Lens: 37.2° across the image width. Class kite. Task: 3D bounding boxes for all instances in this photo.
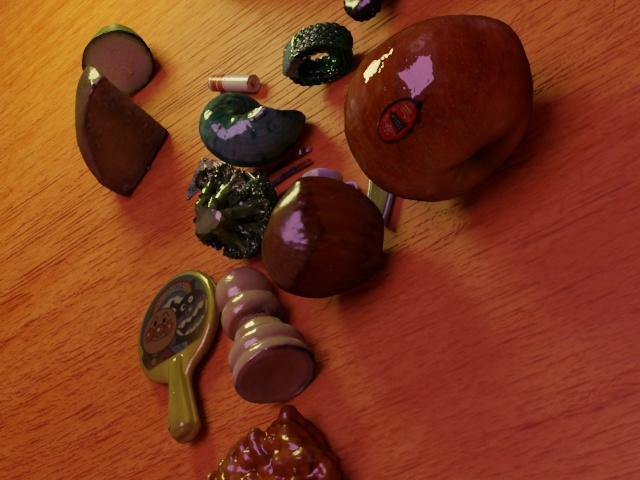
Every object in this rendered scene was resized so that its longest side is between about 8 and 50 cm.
[{"bbox_3d":[-0.236,-0.121,1.993,0.137,0.005,0.153,-37,50,23],"label":"kite"},{"bbox_3d":[-0.109,-0.101,1.863,0.245,0.015,0.141,-28,55,30],"label":"kite"}]

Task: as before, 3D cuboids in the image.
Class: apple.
[{"bbox_3d":[0.187,-0.193,1.469,0.309,0.277,0.250,-35,58,57],"label":"apple"}]

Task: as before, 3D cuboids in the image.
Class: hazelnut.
[{"bbox_3d":[0.003,0.005,1.563,0.210,0.186,0.210,5,104,22],"label":"hazelnut"}]

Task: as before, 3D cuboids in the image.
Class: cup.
[{"bbox_3d":[0.019,-0.069,1.701,0.104,0.074,0.116,-6,66,8],"label":"cup"}]

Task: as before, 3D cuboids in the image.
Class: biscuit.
[{"bbox_3d":[-0.076,0.460,1.482,0.312,0.110,0.318,-48,45,11],"label":"biscuit"}]

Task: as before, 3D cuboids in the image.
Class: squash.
[{"bbox_3d":[-0.487,-0.441,2.282,0.170,0.170,0.123,-46,30,15],"label":"squash"}]

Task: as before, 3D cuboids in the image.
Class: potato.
[{"bbox_3d":[-0.502,-0.260,2.128,0.189,0.264,0.211,-49,50,-2],"label":"potato"}]

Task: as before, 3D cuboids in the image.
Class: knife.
[{"bbox_3d":[0.118,-0.184,1.692,0.061,0.027,0.343,-8,64,35],"label":"knife"}]

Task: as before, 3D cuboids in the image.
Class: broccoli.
[{"bbox_3d":[-0.161,-0.050,1.776,0.195,0.156,0.196,-2,86,37],"label":"broccoli"}]

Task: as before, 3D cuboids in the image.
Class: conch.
[{"bbox_3d":[-0.142,-0.215,1.869,0.202,0.196,0.134,-138,56,-63],"label":"conch"}]

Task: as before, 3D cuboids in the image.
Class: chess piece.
[{"bbox_3d":[-0.110,0.150,1.669,0.143,0.142,0.261,-45,39,16],"label":"chess piece"}]

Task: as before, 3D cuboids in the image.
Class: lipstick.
[{"bbox_3d":[-0.186,-0.336,2.032,0.130,0.038,0.038,9,76,44],"label":"lipstick"}]

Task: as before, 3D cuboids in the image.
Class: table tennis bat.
[{"bbox_3d":[-0.273,0.218,1.822,0.224,0.054,0.369,-33,47,26],"label":"table tennis bat"}]

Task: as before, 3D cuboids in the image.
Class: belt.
[{"bbox_3d":[-0.006,-0.362,1.826,0.151,0.121,0.079,-26,55,36],"label":"belt"}]

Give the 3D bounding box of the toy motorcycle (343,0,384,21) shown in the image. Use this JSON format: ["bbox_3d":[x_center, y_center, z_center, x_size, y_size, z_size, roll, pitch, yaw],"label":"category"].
[{"bbox_3d":[0.129,-0.617,1.830,0.207,0.134,0.401,35,95,40],"label":"toy motorcycle"}]
